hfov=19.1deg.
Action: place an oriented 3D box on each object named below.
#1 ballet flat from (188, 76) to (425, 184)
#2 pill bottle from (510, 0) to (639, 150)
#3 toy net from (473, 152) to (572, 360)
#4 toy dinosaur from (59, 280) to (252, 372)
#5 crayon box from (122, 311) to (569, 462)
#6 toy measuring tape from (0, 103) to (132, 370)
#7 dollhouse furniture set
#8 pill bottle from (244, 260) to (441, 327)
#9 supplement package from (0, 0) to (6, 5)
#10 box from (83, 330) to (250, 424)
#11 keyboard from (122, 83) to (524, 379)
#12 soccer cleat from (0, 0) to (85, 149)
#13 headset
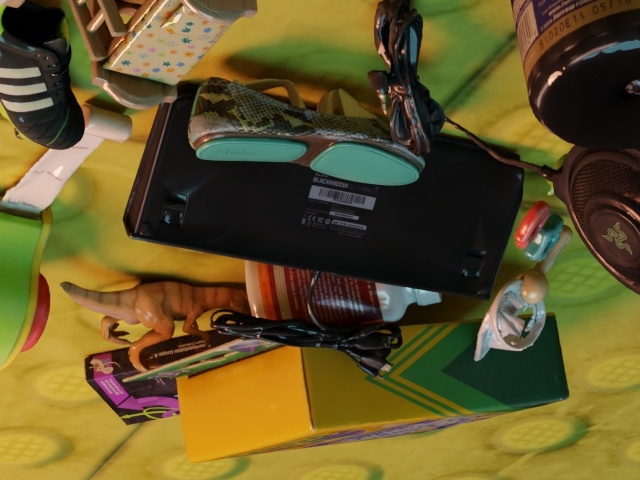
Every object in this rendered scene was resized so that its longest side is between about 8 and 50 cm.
[{"bbox_3d":[-0.007,-0.084,1.368,0.188,0.070,0.070,8,148,-32],"label":"ballet flat"},{"bbox_3d":[0.163,-0.172,1.079,0.123,0.219,0.123,-5,152,-3],"label":"pill bottle"},{"bbox_3d":[0.180,0.019,1.504,0.122,0.045,0.232,-28,148,-56],"label":"toy net"},{"bbox_3d":[-0.153,0.057,1.617,0.212,0.064,0.112,2,134,-34],"label":"toy dinosaur"},{"bbox_3d":[0.022,0.128,1.626,0.323,0.083,0.203,-2,169,-34],"label":"crayon box"},{"bbox_3d":[-0.238,0.021,1.460,0.121,0.121,0.330,14,145,-33],"label":"toy measuring tape"},{"bbox_3d":[-0.119,-0.176,1.133,0.161,0.101,0.182,11,147,-30],"label":"dollhouse furniture set"},{"bbox_3d":[0.019,0.032,1.562,0.152,0.086,0.086,-10,151,7],"label":"pill bottle"},{"bbox_3d":[-0.184,-0.227,0.988,0.134,0.139,0.244,20,142,-37],"label":"supplement package"},{"bbox_3d":[-0.123,0.126,1.765,0.162,0.029,0.116,-13,151,10],"label":"box"},{"bbox_3d":[0.000,0.000,1.454,0.317,0.033,0.201,11,104,-26],"label":"keyboard"},{"bbox_3d":[-0.191,-0.117,1.274,0.072,0.060,0.179,-16,147,14],"label":"soccer cleat"},{"bbox_3d":[0.233,-0.086,1.277,0.394,0.243,0.185,2,130,20],"label":"headset"}]
